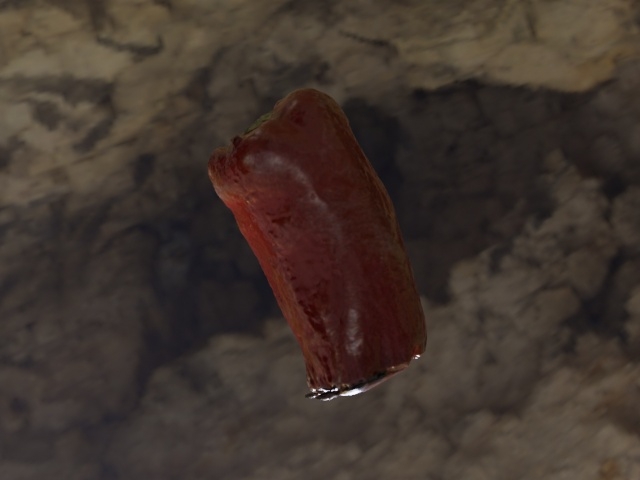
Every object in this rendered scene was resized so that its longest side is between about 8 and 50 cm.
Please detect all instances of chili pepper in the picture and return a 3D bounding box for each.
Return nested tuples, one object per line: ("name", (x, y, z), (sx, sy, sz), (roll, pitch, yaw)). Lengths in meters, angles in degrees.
("chili pepper", (0.000, 0.000, 0.789), (0.070, 0.073, 0.123), (-19, -86, 30))
